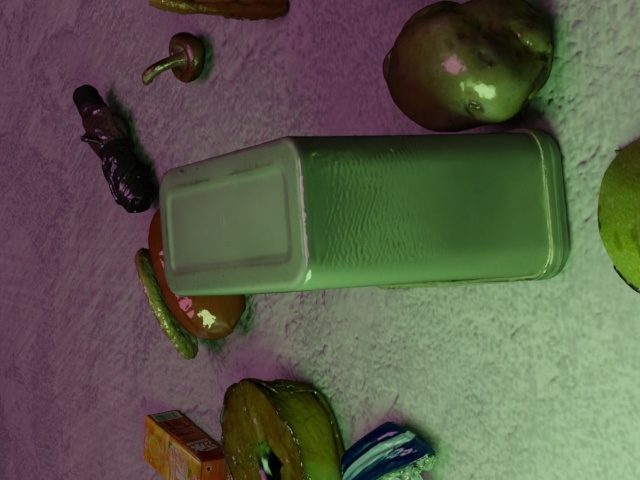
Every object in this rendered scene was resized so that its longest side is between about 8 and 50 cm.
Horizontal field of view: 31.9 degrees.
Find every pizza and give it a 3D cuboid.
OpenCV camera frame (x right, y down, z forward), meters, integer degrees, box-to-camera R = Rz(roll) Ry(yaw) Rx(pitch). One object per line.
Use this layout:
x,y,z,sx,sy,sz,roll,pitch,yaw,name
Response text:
-0.169,-0.413,1.698,0.080,0.204,0.188,109,147,-49,pizza

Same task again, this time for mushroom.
-0.249,-0.307,1.931,0.130,0.073,0.088,-26,86,20,mushroom

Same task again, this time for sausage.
-0.214,0.051,1.886,0.133,0.133,0.258,-48,58,48,sausage

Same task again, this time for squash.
0.320,-0.022,1.100,0.184,0.085,0.191,14,104,55,squash

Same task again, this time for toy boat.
0.123,0.391,1.480,0.220,0.067,0.291,-52,55,46,toy boat

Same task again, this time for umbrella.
-0.404,-0.186,2.181,0.326,0.094,0.090,61,-176,30,umbrella

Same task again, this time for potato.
0.162,-0.199,1.264,0.200,0.155,0.137,1,119,45,potato

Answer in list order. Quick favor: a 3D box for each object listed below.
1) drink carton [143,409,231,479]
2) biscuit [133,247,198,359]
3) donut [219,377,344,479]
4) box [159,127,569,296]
-0.242,0.394,2.024,0.223,0.071,0.096,24,113,52,drink carton
-0.267,0.110,1.954,0.219,0.033,0.220,63,-177,-6,biscuit
-0.050,0.335,1.703,0.272,0.107,0.271,25,120,54,donut
0.038,-0.026,1.295,0.352,0.344,0.177,-6,87,57,box
